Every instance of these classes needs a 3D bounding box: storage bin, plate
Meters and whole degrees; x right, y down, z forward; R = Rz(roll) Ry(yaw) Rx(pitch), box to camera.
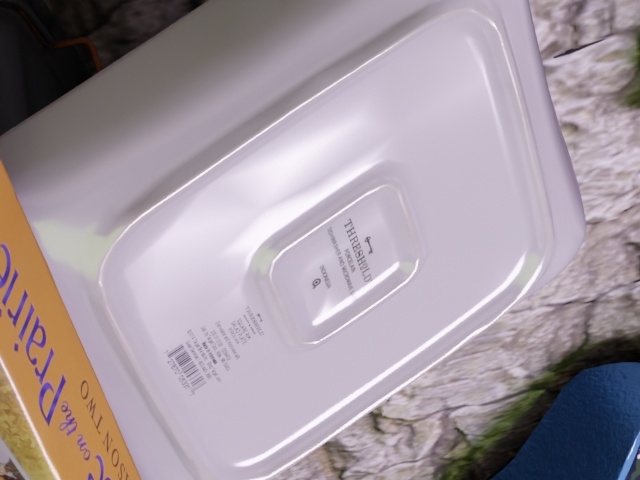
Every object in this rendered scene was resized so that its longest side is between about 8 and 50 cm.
[{"bbox_3d":[-0.131,-0.036,0.763,0.098,0.091,0.135,-18,152,5],"label":"storage bin"},{"bbox_3d":[0.000,0.000,0.786,0.278,0.045,0.277,-34,141,-10],"label":"plate"}]

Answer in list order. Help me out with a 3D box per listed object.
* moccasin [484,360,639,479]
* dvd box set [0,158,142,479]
[{"bbox_3d":[0.188,0.206,1.289,0.116,0.138,0.342,-4,150,-28],"label":"moccasin"},{"bbox_3d":[-0.223,0.111,0.769,0.307,0.062,0.420,-1,134,18],"label":"dvd box set"}]
